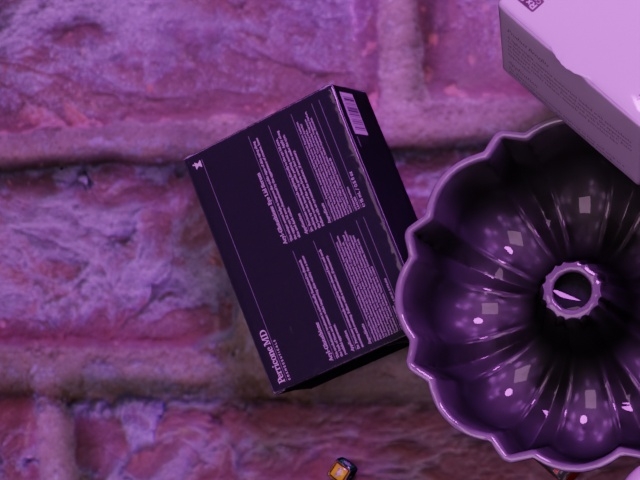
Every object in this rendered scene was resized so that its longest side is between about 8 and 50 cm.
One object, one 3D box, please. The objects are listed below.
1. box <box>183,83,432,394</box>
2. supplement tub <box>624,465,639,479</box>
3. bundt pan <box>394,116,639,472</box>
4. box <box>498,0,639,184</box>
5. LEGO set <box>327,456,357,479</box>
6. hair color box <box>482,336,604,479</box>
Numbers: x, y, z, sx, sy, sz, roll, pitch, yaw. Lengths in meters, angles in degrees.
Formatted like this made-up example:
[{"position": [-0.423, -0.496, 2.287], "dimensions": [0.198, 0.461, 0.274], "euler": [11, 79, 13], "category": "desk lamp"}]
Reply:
[{"position": [0.000, 0.000, 1.912], "dimensions": [0.184, 0.103, 0.261], "euler": [-25, 80, 20], "category": "box"}, {"position": [0.316, 0.378, 1.672], "dimensions": [0.235, 0.235, 0.325], "euler": [32, 117, 22], "category": "supplement tub"}, {"position": [0.242, 0.055, 1.763], "dimensions": [0.331, 0.124, 0.331], "euler": [-3, 79, 15], "category": "bundt pan"}, {"position": [0.283, -0.184, 1.691], "dimensions": [0.182, 0.119, 0.181], "euler": [-41, 67, -11], "category": "box"}, {"position": [0.050, 0.347, 1.915], "dimensions": [0.182, 0.060, 0.244], "euler": [5, 92, 21], "category": "LEGO set"}, {"position": [0.209, 0.164, 1.846], "dimensions": [0.141, 0.043, 0.072], "euler": [41, 106, 20], "category": "hair color box"}]
